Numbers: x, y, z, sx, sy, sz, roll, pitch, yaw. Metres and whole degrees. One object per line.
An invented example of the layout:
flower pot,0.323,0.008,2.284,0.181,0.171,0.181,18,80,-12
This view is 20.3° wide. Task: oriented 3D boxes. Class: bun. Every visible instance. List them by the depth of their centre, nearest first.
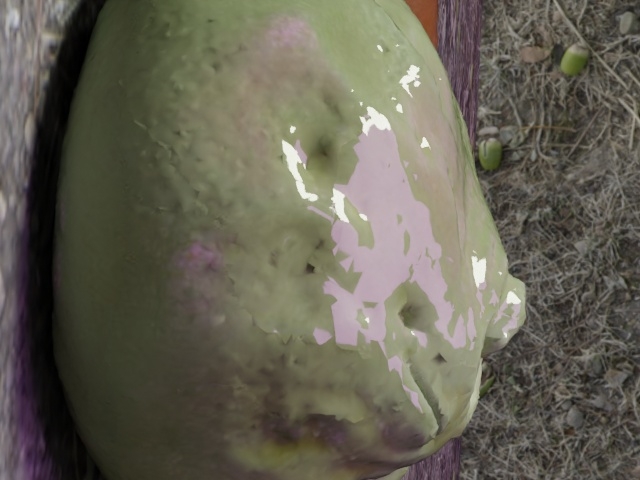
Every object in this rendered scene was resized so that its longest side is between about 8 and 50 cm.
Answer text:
bun,0.000,0.000,0.776,0.283,0.179,0.283,1,90,-79

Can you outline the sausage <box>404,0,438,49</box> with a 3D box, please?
sausage,0.056,-0.125,1.384,0.087,0.079,0.326,-92,-179,-59
